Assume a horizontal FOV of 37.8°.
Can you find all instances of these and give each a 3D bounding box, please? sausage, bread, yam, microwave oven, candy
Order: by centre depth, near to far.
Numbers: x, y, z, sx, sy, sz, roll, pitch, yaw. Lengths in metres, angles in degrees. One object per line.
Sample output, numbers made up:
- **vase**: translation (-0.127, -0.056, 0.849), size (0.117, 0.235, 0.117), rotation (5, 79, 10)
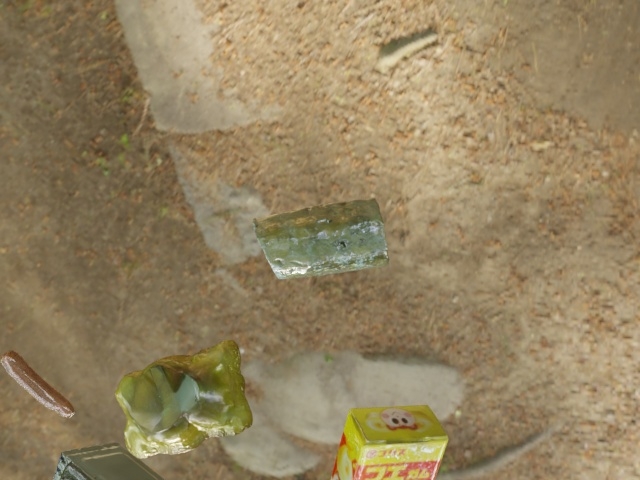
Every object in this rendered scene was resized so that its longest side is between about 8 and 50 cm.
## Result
- **yam**: translation (0.000, 0.000, 1.409), size (0.194, 0.107, 0.107), rotation (-9, 127, -2)
- **candy**: translation (0.090, 0.390, 1.456), size (0.146, 0.088, 0.276), rotation (1, 120, -20)
- **bread**: translation (-0.236, 0.265, 1.556), size (0.233, 0.161, 0.088), rotation (-22, 151, 14)
- **sausage**: translation (-0.543, 0.278, 1.800), size (0.177, 0.040, 0.047), rotation (46, 119, -8)
- **microwave oven**: translation (-0.473, 0.615, 1.981), size (0.237, 0.181, 0.295), rotation (26, 102, 36)
